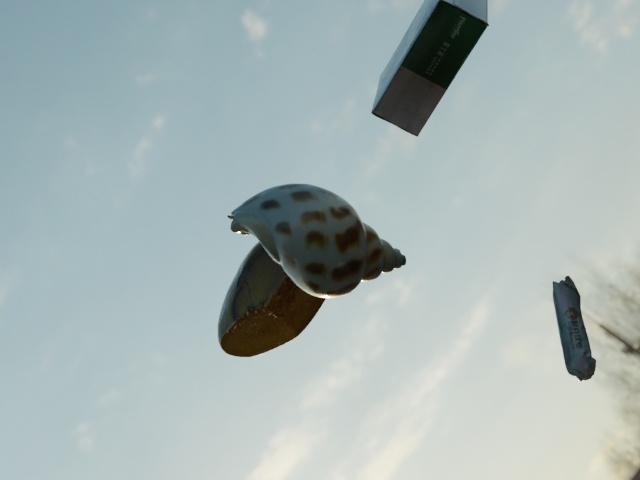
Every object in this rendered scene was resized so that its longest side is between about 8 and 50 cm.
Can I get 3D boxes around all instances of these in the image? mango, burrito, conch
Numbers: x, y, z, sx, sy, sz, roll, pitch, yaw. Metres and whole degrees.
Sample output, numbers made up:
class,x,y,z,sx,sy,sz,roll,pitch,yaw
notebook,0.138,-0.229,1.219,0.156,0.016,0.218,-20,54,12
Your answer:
class,x,y,z,sx,sy,sz,roll,pitch,yaw
mango,-0.108,0.125,2.675,0.350,0.201,0.199,-51,-4,33
burrito,0.481,0.170,2.352,0.064,0.203,0.064,-7,-25,-3
conch,0.001,0.000,1.911,0.275,0.182,0.148,37,-76,-24

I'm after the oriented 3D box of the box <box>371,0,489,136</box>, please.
class,x,y,z,sx,sy,sz,roll,pitch,yaw
box,0.153,-0.262,1.717,0.199,0.081,0.135,-56,10,31
